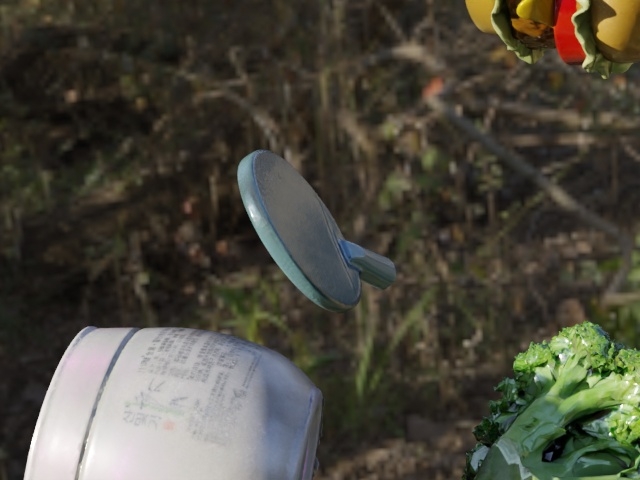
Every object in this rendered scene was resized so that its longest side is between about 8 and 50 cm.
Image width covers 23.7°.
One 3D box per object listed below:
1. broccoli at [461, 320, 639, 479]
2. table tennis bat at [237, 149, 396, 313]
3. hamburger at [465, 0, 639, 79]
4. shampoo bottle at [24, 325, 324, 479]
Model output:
[{"bbox_3d":[0.290,0.313,1.641,0.321,0.413,0.310,25,3,12],"label":"broccoli"},{"bbox_3d":[0.000,0.000,1.850,0.044,0.215,0.329,-32,-29,18],"label":"table tennis bat"},{"bbox_3d":[0.278,-0.292,1.462,0.212,0.274,0.274,17,25,27],"label":"hamburger"},{"bbox_3d":[-0.143,0.221,1.501,0.266,0.273,0.273,11,19,8],"label":"shampoo bottle"}]
